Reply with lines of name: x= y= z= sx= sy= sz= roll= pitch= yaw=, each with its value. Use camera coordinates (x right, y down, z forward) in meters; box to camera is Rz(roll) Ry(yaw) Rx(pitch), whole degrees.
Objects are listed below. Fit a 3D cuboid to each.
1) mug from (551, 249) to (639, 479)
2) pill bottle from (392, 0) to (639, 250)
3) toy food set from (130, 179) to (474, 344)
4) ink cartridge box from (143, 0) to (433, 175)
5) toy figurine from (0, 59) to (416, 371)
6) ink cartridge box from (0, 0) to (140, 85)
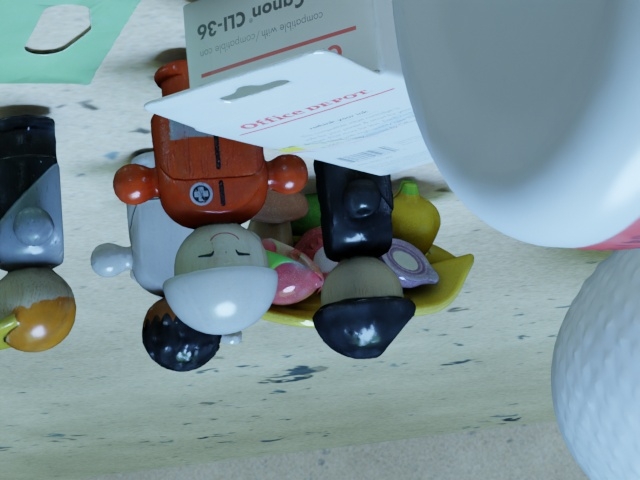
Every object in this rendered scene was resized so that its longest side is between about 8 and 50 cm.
mug: x=0.357 y=0.068 z=1.401 sx=0.374 sy=0.276 sz=0.328 roll=-32 pitch=-173 yaw=-28
pill bottle: x=0.224 y=-0.101 z=0.666 sx=0.362 sy=0.210 sz=0.210 roll=1 pitch=166 yaw=-20
toy food set: x=0.000 y=0.000 z=1.281 sx=0.217 sy=0.071 sz=0.128 roll=-9 pitch=-153 yaw=-29
ink cartridge box: x=0.015 y=-0.088 z=0.959 sx=0.115 sy=0.067 sz=0.198 roll=-15 pitch=165 yaw=34
toy figurine: x=-0.071 y=0.001 z=1.113 sx=0.209 sy=0.148 sz=0.213 roll=-13 pitch=167 yaw=31
ink cartridge box: x=-0.208 y=-0.081 z=0.939 sx=0.235 sy=0.056 sz=0.171 roll=1 pitch=165 yaw=-18
